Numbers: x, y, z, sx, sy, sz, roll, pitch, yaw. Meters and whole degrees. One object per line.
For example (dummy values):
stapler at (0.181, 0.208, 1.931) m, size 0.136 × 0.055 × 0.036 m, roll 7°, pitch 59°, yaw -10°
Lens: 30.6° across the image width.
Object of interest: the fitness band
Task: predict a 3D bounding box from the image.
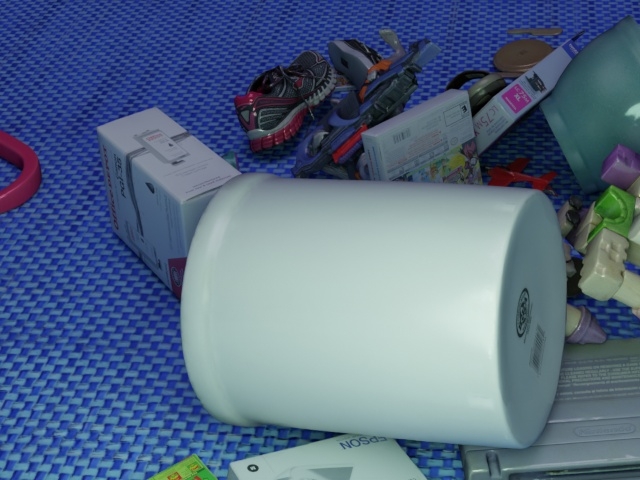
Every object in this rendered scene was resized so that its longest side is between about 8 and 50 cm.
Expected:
fitness band at (-0.629, -0.127, 2.089) m, size 0.291 × 0.054 × 0.209 m, roll 28°, pitch 44°, yaw 35°

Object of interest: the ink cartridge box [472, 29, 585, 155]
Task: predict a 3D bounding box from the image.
ink cartridge box at (0.352, -0.246, 2.053) m, size 0.065 × 0.186 × 0.311 m, roll 48°, pitch 51°, yaw 2°

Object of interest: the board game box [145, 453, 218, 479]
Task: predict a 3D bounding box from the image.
board game box at (-0.202, 0.336, 1.400) m, size 0.181 × 0.043 × 0.092 m, roll -25°, pitch 41°, yaw -27°

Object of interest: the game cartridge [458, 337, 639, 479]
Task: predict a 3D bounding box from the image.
game cartridge at (0.348, 0.220, 1.502) m, size 0.355 × 0.068 × 0.230 m, roll -4°, pitch 31°, yaw 0°

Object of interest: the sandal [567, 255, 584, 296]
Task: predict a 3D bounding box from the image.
sandal at (0.281, 0.048, 1.755) m, size 0.240 × 0.088 × 0.079 m, roll 3°, pitch 4°, yaw -2°

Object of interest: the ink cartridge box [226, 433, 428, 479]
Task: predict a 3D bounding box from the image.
ink cartridge box at (0.033, 0.319, 1.366) m, size 0.223 × 0.045 × 0.224 m, roll -9°, pitch 35°, yaw -28°

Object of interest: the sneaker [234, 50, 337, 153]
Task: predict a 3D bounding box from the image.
sneaker at (-0.061, -0.282, 2.167) m, size 0.121 × 0.112 × 0.299 m, roll -14°, pitch 27°, yaw 30°

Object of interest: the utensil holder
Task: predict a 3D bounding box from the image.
utensil holder at (0.075, 0.081, 1.427) m, size 0.385 × 0.327 × 0.327 m, roll 2°, pitch 34°, yaw 27°

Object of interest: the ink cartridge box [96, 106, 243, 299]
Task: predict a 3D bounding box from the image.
ink cartridge box at (-0.225, -0.052, 1.807) m, size 0.117 × 0.207 × 0.283 m, roll -23°, pitch 39°, yaw -27°

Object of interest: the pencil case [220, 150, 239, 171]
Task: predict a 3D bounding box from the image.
pencil case at (-0.216, -0.112, 2.013) m, size 0.152 × 0.064 × 0.070 m, roll -9°, pitch 52°, yaw -9°

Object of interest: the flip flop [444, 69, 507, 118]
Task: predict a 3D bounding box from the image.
flip flop at (0.260, -0.258, 2.046) m, size 0.112 × 0.080 × 0.277 m, roll -42°, pitch -3°, yaw 2°

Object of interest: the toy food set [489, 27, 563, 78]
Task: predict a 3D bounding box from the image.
toy food set at (0.411, -0.359, 2.334) m, size 0.132 × 0.038 × 0.192 m, roll 4°, pitch 41°, yaw 23°

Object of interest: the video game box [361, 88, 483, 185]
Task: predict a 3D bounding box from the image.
video game box at (0.169, -0.123, 1.886) m, size 0.205 × 0.187 × 0.048 m, roll -28°, pitch 26°, yaw -30°

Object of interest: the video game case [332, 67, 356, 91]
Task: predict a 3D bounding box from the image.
video game case at (0.079, -0.325, 2.331) m, size 0.122 × 0.011 × 0.087 m, roll -5°, pitch 36°, yaw -2°

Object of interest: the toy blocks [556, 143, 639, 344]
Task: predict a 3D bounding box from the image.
toy blocks at (0.477, 0.028, 1.564) m, size 0.260 × 0.309 × 0.288 m, roll 27°, pitch 49°, yaw -6°

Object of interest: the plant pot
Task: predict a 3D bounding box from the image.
plant pot at (0.481, -0.191, 1.911) m, size 0.196 × 0.293 × 0.293 m, roll -28°, pitch 33°, yaw 13°

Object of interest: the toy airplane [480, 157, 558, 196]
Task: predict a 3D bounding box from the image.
toy airplane at (0.334, -0.105, 1.982) m, size 0.151 × 0.028 × 0.151 m, roll -3°, pitch 37°, yaw 3°

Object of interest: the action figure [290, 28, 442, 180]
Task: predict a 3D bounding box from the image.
action figure at (0.117, -0.220, 2.015) m, size 0.341 × 0.178 × 0.330 m, roll -37°, pitch 31°, yaw 31°

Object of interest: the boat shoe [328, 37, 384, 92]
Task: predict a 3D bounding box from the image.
boat shoe at (0.087, -0.346, 2.282) m, size 0.070 × 0.077 × 0.219 m, roll -17°, pitch 36°, yaw -16°
